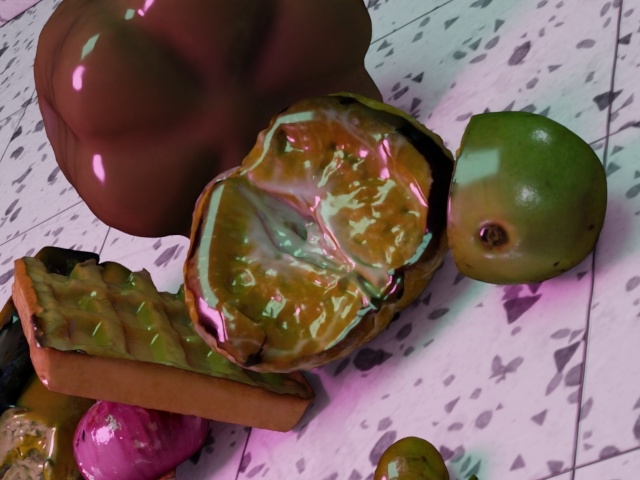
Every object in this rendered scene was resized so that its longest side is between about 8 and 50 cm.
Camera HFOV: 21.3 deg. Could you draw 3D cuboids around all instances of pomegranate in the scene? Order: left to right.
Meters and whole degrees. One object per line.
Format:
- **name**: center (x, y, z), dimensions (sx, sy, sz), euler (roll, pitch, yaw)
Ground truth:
- **pomegranate**: center (0.238, -0.036, 1.878), dimensions (0.159, 0.241, 0.190), euler (7, 74, 15)

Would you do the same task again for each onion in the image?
- **onion**: center (-0.221, 0.243, 2.112), dimensions (0.177, 0.153, 0.177), euler (-32, 24, 16)

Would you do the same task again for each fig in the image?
- **fig**: center (0.101, 0.250, 1.744), dimensions (0.098, 0.082, 0.084), euler (14, 26, 42)

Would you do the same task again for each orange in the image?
- **orange**: center (0.000, 0.000, 2.041), dimensions (0.369, 0.271, 0.210), euler (-46, -12, -6)

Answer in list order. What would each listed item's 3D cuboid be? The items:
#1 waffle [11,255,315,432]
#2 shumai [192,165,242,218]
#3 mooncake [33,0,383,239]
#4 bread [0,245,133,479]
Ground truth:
- **waffle**: center (-0.204, 0.123, 2.077), dimensions (0.304, 0.348, 0.077), euler (-126, 53, -62)
- **shumai**: center (-0.077, 0.006, 2.193), dimensions (0.201, 0.201, 0.120), euler (-33, 18, 22)
- **mooncake**: center (-0.149, -0.202, 2.316), dimensions (0.467, 0.467, 0.262), euler (-45, 30, 0)
- **bread**: center (-0.351, 0.192, 2.280), dimensions (0.208, 0.251, 0.376), euler (16, 51, 8)
